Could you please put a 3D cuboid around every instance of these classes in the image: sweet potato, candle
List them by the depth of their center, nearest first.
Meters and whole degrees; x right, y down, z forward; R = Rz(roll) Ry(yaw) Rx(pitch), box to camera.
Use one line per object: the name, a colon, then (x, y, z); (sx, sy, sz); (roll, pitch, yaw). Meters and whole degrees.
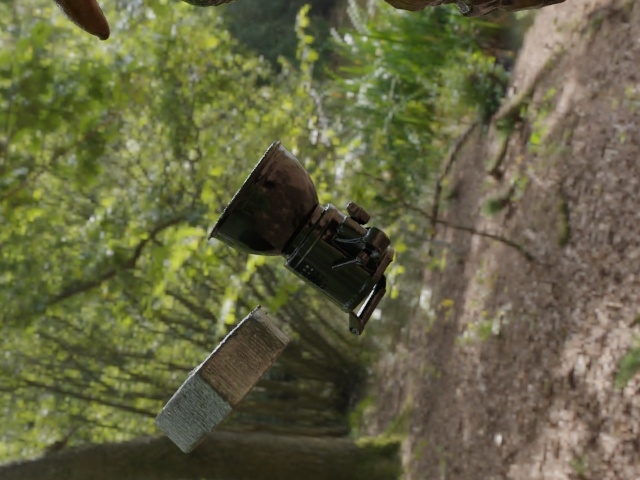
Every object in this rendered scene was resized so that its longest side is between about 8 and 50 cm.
sweet potato: (-0.245, -0.237, 0.824); (0.044, 0.179, 0.044); (-25, 44, 26)
candle: (-0.118, 0.166, 1.124); (0.192, 0.068, 0.168); (-49, -1, -2)

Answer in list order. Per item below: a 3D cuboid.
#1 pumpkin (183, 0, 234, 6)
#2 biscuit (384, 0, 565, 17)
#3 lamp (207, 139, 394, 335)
pumpkin: (-0.139, -0.390, 1.305); (0.125, 0.167, 0.167); (63, 180, -10)
biscuit: (0.188, -0.215, 0.645); (0.289, 0.334, 0.081); (168, 89, -76)
lamp: (0.000, 0.000, 1.144); (0.147, 0.227, 0.172); (-57, 4, -30)
